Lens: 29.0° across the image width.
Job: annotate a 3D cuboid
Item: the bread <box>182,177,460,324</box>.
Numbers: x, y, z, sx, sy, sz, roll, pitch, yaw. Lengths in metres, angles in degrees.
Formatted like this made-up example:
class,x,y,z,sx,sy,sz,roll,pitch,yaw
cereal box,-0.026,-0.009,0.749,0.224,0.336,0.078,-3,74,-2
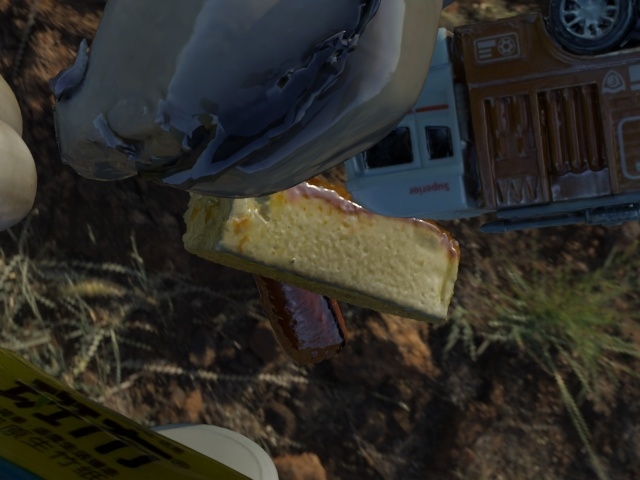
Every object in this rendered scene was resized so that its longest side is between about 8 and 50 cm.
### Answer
class,x,y,z,sx,sy,sz,roll,pitch,yaw
bread,0.000,0.000,1.312,0.275,0.185,0.114,20,85,-21

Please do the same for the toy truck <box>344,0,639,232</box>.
class,x,y,z,sx,sy,sz,roll,pitch,yaw
toy truck,0.160,-0.087,0.853,0.305,0.136,0.162,-6,88,22

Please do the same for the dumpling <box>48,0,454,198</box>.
class,x,y,z,sx,sy,sz,roll,pitch,yaw
dumpling,-0.009,-0.100,0.683,0.293,0.163,0.204,-33,139,14

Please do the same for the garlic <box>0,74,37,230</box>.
class,x,y,z,sx,sy,sz,roll,pitch,yaw
garlic,-0.389,-0.059,1.257,0.246,0.340,0.231,-46,69,-3

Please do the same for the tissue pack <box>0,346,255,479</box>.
class,x,y,z,sx,sy,sz,roll,pitch,yaw
tissue pack,-0.072,0.172,0.443,0.271,0.134,0.192,23,99,21

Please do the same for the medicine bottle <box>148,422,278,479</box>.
class,x,y,z,sx,sy,sz,roll,pitch,yaw
medicine bottle,-0.174,0.390,1.583,0.238,0.238,0.232,-6,119,-16

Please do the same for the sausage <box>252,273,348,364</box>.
class,x,y,z,sx,sy,sz,roll,pitch,yaw
sausage,-0.043,0.031,1.580,0.102,0.102,0.330,-26,131,-10
